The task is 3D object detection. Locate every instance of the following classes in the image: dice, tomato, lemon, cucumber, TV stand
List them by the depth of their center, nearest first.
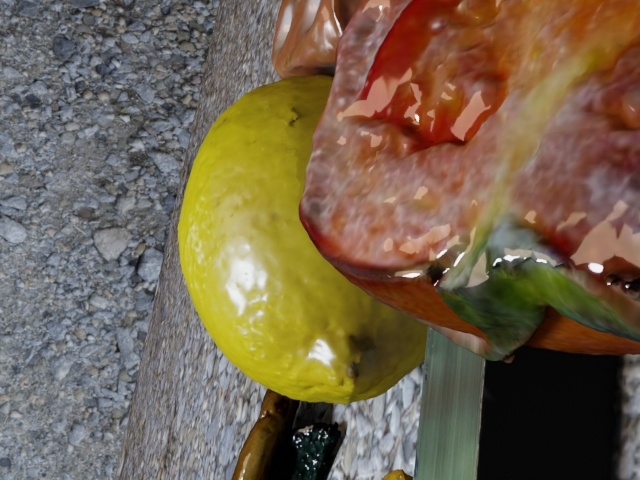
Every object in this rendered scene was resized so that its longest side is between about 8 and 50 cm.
[{"bbox_3d":[0.150,-0.067,0.419,0.309,0.170,0.309,-25,47,30],"label":"tomato"},{"bbox_3d":[0.116,0.071,0.556,0.083,0.088,0.270,141,141,-63],"label":"TV stand"},{"bbox_3d":[-0.001,-0.004,0.768,0.236,0.236,0.263,-45,24,62],"label":"lemon"},{"bbox_3d":[0.067,-0.208,0.833,0.179,0.174,0.175,177,108,-69],"label":"dice"},{"bbox_3d":[-0.031,0.264,0.992,0.070,0.046,0.220,-95,23,-69],"label":"cucumber"}]

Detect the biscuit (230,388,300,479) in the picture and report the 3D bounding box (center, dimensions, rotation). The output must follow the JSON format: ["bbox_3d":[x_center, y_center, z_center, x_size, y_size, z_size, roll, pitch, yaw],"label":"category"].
[{"bbox_3d":[-0.066,0.243,1.021,0.212,0.036,0.212,20,-90,-85],"label":"biscuit"}]

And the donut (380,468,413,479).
[{"bbox_3d":[0.064,0.218,0.693,0.108,0.043,0.097,151,130,-71],"label":"donut"}]
